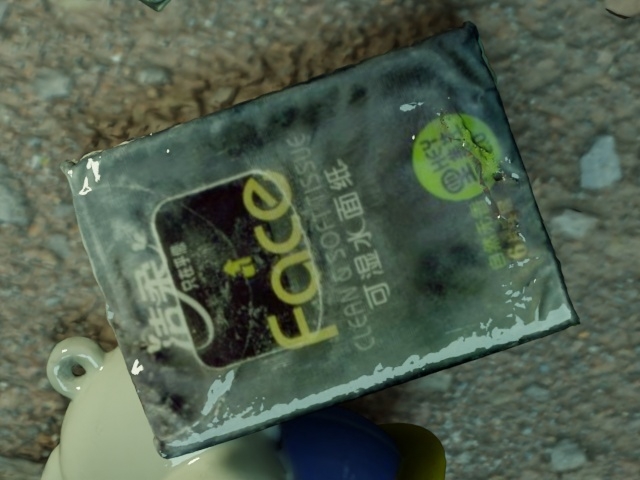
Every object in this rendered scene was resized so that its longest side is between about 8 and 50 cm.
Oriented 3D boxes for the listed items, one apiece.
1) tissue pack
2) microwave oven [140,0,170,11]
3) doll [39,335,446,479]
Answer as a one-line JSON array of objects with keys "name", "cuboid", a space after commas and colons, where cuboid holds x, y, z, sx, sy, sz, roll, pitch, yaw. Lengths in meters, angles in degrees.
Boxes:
[{"name": "tissue pack", "cuboid": [0.000, 0.000, 1.045, 0.236, 0.073, 0.173, -18, 88, 6]}, {"name": "microwave oven", "cuboid": [-0.123, -0.239, 0.847, 0.240, 0.145, 0.194, 32, 115, -29]}, {"name": "doll", "cuboid": [-0.073, 0.165, 1.161, 0.311, 0.159, 0.242, -29, 127, 14]}]
